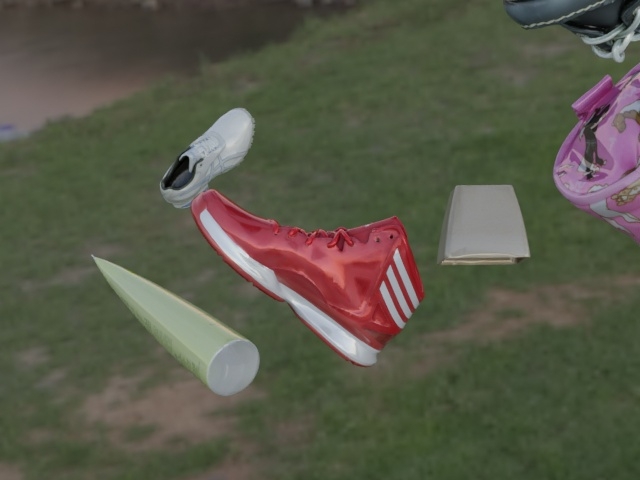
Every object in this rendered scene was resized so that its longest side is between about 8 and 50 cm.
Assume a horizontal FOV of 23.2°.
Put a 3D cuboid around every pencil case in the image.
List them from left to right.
[{"bbox_3d":[0.367,0.006,1.249,0.167,0.386,0.160,-19,39,59],"label":"pencil case"}]

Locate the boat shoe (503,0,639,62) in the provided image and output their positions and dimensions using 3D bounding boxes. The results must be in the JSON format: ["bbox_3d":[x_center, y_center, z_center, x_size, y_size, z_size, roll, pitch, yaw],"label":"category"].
[{"bbox_3d":[0.233,-0.185,1.140,0.116,0.099,0.319,-7,13,36],"label":"boat shoe"}]

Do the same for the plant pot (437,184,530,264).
[{"bbox_3d":[0.208,-0.020,2.011,0.109,0.096,0.109,-1,-5,-1],"label":"plant pot"}]

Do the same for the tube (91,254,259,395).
[{"bbox_3d":[-0.150,0.080,1.580,0.062,0.070,0.240,-13,27,-32],"label":"tube"}]

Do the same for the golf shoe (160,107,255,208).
[{"bbox_3d":[-0.163,-0.121,2.243,0.069,0.176,0.086,40,1,15],"label":"golf shoe"}]

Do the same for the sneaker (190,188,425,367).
[{"bbox_3d":[0.000,0.000,1.397,0.128,0.221,0.087,-48,12,11],"label":"sneaker"}]
